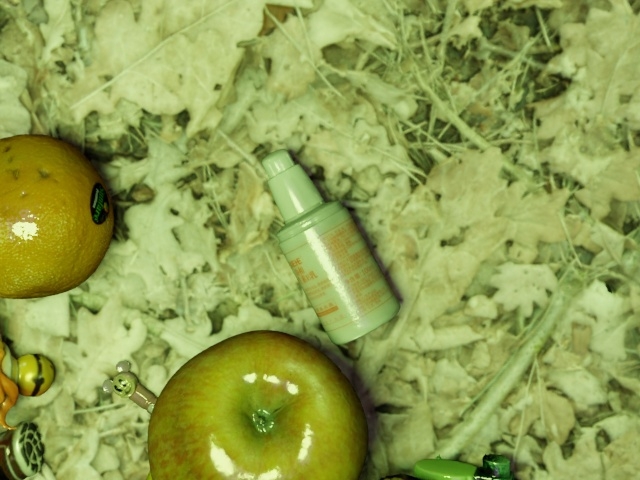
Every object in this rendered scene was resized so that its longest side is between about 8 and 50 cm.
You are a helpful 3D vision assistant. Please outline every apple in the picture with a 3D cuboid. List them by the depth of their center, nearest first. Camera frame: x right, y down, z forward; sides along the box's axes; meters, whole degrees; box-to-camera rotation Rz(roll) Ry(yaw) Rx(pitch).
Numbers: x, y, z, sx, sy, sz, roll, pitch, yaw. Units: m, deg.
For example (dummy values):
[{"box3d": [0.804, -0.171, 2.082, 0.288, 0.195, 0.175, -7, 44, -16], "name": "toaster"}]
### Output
[{"box3d": [-0.071, 0.228, 1.047, 0.264, 0.264, 0.264, 0, 95, 4], "name": "apple"}]

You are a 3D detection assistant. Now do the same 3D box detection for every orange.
[{"box3d": [-0.353, -0.030, 1.093, 0.206, 0.206, 0.206, 0, 95, 4], "name": "orange"}]

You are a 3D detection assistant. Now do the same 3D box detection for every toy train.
[{"box3d": [0.179, 0.397, 1.142, 0.157, 0.105, 0.253, 4, 94, 17], "name": "toy train"}]

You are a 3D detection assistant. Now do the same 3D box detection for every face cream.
[{"box3d": [0.000, 0.000, 1.114, 0.101, 0.101, 0.252, -29, 93, 6], "name": "face cream"}]

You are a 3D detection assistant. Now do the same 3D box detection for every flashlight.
[{"box3d": [-0.236, 0.209, 1.183, 0.110, 0.031, 0.052, 37, 96, 0], "name": "flashlight"}]

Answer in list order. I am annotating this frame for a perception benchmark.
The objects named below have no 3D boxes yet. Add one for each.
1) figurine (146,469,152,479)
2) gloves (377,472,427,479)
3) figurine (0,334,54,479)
[{"box3d": [-0.149, 0.404, 1.130, 0.326, 0.169, 0.218, 39, 81, -3], "name": "figurine"}, {"box3d": [0.026, 0.407, 0.985, 0.155, 0.203, 0.356, 45, 52, 14], "name": "gloves"}, {"box3d": [-0.505, 0.181, 1.119, 0.320, 0.196, 0.323, -13, 106, -38], "name": "figurine"}]
